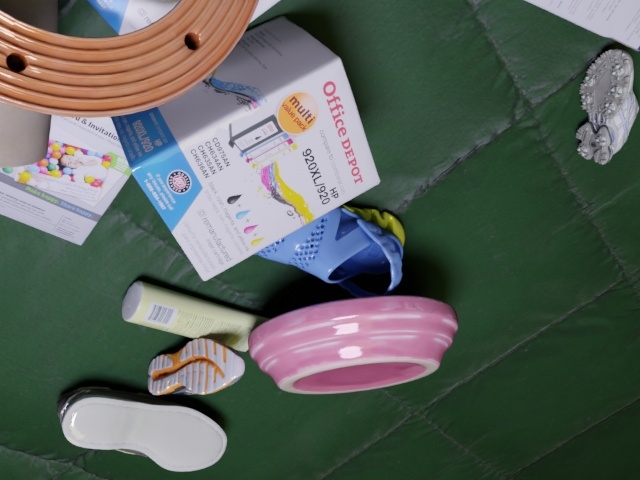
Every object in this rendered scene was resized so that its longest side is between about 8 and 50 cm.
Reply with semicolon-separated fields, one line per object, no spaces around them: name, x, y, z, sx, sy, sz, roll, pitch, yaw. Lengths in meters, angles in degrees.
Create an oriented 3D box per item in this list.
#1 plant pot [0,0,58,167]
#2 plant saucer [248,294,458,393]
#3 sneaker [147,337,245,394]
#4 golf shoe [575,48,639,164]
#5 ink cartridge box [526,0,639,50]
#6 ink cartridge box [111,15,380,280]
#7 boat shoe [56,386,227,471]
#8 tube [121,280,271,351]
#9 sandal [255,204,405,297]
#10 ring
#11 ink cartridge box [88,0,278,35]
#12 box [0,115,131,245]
plant pot;-0.329;-0.236;0.493;0.256;0.256;0.274;14;107;-26
plant saucer;0.054;0.176;0.936;0.331;0.084;0.332;-6;156;-3
sneaker;-0.187;0.205;0.952;0.214;0.084;0.083;-15;156;41
golf shoe;0.423;-0.200;0.862;0.086;0.069;0.176;-29;137;-20
ink cartridge box;0.276;-0.359;0.674;0.370;0.069;0.176;13;122;-23
ink cartridge box;-0.084;-0.109;0.674;0.232;0.168;0.171;-29;132;-7
boat shoe;-0.300;0.319;1.030;0.304;0.091;0.109;28;79;-35
tube;-0.187;0.124;0.934;0.240;0.070;0.062;23;76;-36
sandal;0.000;0.000;0.834;0.317;0.138;0.126;13;125;-24
ring;-0.187;-0.263;0.442;0.336;0.032;0.337;-7;103;-34
ink cartridge box;-0.126;-0.282;0.597;0.203;0.086;0.148;-33;129;11
box;-0.313;-0.094;0.726;0.145;0.038;0.186;28;115;-34
